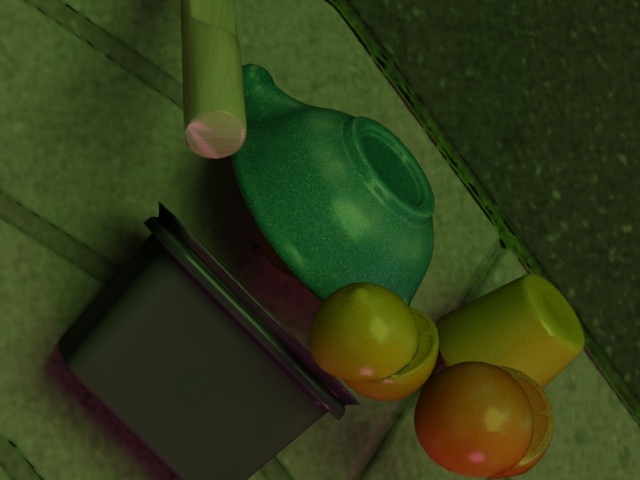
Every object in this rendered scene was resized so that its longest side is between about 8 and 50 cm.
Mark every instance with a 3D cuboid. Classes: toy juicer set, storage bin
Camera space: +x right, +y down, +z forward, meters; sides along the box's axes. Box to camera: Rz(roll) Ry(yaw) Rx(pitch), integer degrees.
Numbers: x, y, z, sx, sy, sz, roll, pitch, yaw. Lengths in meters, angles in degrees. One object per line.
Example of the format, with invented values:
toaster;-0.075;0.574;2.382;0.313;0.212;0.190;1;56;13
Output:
toy juicer set;0.000;0.000;0.991;0.329;0.089;0.209;47;25;-13
storage bin;-0.064;0.060;0.973;0.091;0.098;0.135;-44;106;-3
